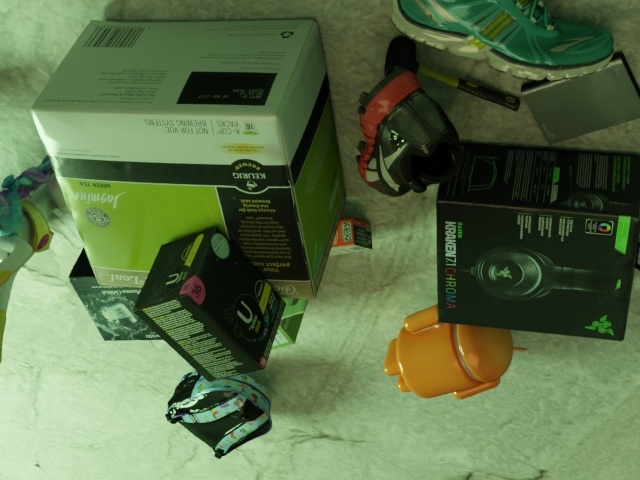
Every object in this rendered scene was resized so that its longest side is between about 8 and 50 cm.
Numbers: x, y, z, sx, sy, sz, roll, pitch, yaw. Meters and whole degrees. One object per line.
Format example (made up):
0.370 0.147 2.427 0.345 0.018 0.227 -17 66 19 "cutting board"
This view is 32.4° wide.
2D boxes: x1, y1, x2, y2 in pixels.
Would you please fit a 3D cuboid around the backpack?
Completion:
-0.164 0.290 1.961 0.173 0.117 0.158 -30 119 38 "backpack"

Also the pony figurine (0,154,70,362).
-0.506 -0.017 1.657 0.351 0.363 0.302 11 145 30 "pony figurine"

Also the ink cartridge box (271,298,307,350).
-0.083 0.120 1.776 0.209 0.109 0.062 -20 125 31 "ink cartridge box"

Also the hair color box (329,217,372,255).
0.000 0.000 1.657 0.141 0.043 0.072 -8 170 24 "hair color box"

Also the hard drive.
0.338 -0.180 1.412 0.135 0.022 0.094 -16 127 30 "hard drive"

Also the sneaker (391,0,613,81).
0.221 -0.267 1.314 0.275 0.107 0.110 16 126 2 "sneaker"

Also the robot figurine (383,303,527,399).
0.208 0.174 1.726 0.219 0.128 0.158 -20 84 33 "robot figurine"

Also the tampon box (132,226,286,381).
-0.142 0.086 1.440 0.101 0.120 0.161 -17 129 33 "tampon box"

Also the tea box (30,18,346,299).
-0.160 -0.110 1.498 0.329 0.220 0.323 4 133 14 "tea box"

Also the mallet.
0.171 -0.214 1.430 0.190 0.062 0.039 13 143 -16 "mallet"

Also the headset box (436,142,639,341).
0.309 0.004 1.524 0.283 0.131 0.246 6 135 12 "headset box"

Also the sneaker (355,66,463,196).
0.117 -0.108 1.430 0.135 0.098 0.276 47 167 17 "sneaker"

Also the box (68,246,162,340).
-0.306 0.082 1.823 0.156 0.093 0.158 -3 133 20 "box"
